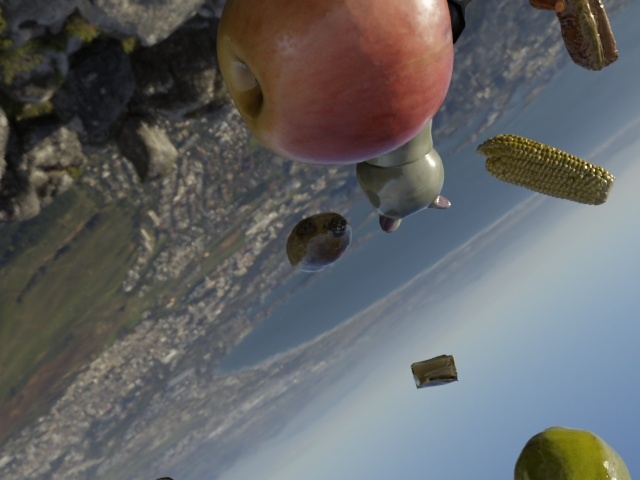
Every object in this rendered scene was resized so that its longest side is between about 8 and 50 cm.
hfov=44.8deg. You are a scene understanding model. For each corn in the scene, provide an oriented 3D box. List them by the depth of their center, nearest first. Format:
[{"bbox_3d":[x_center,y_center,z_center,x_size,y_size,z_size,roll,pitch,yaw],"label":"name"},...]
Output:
[{"bbox_3d":[0.564,-0.179,1.971,0.130,0.347,0.130,-55,159,-34],"label":"corn"}]

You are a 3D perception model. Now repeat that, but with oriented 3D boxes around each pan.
[{"bbox_3d":[0.342,-0.573,1.996,0.202,0.128,0.048,-13,-160,8],"label":"pan"}]

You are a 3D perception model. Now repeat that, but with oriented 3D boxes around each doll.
[{"bbox_3d":[0.169,-0.233,1.795,0.215,0.226,0.370,-23,123,-24],"label":"doll"}]

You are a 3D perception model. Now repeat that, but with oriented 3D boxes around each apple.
[{"bbox_3d":[0.015,-0.295,1.187,0.364,0.364,0.364,-37,169,-8],"label":"apple"}]

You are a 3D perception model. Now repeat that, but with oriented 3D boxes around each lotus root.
[{"bbox_3d":[0.000,0.000,1.869,0.145,0.128,0.260,-28,177,-26],"label":"lotus root"}]

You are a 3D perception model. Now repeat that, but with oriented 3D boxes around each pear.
[{"bbox_3d":[0.527,0.534,1.619,0.253,0.253,0.307,-43,-170,24],"label":"pear"}]

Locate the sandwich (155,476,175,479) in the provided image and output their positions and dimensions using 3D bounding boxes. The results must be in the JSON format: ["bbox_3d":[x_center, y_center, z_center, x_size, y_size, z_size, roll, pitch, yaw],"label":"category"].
[{"bbox_3d":[-0.266,0.562,1.457,0.186,0.215,0.065,-58,148,-33],"label":"sandwich"}]

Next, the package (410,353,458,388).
[{"bbox_3d":[0.185,0.216,1.271,0.071,0.047,0.131,-16,169,1],"label":"package"}]

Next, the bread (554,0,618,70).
[{"bbox_3d":[0.518,-0.479,1.603,0.077,0.271,0.139,-34,-153,-1],"label":"bread"}]

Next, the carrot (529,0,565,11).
[{"bbox_3d":[0.390,-0.410,1.335,0.032,0.032,0.093,-39,-151,4],"label":"carrot"}]
